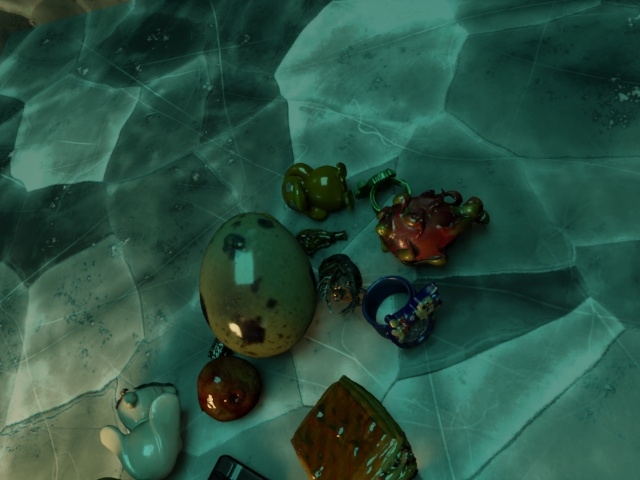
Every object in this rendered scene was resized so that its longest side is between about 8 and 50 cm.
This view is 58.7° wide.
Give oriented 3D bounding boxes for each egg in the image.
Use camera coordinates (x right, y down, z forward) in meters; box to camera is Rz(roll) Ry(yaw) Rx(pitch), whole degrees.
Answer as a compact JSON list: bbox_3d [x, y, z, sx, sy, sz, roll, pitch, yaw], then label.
[{"bbox_3d":[-0.186,0.131,1.673,0.344,0.345,0.428,-7,102,18],"label":"egg"}]

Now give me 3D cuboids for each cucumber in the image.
[{"bbox_3d":[-0.277,0.251,1.840,0.067,0.067,0.294,13,69,26],"label":"cucumber"}]

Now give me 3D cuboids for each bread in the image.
[{"bbox_3d":[0.096,0.541,1.457,0.277,0.167,0.324,-52,40,-1],"label":"bread"}]

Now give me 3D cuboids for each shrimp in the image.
[{"bbox_3d":[0.071,0.146,1.670,0.137,0.172,0.372,-32,22,10],"label":"shrimp"}]

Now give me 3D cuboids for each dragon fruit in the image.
[{"bbox_3d":[0.318,-0.054,1.675,0.307,0.227,0.243,-44,62,-8],"label":"dragon fruit"}]

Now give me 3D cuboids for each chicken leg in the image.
[{"bbox_3d":[0.000,0.000,1.869,0.178,0.070,0.093,-9,67,5],"label":"chicken leg"}]

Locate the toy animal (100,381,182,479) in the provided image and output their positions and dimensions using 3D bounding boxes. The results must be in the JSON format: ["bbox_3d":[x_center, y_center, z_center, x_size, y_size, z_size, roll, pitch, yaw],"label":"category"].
[{"bbox_3d":[-0.511,0.560,1.702,0.289,0.174,0.249,30,78,32],"label":"toy animal"}]

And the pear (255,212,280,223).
[{"bbox_3d":[-0.193,-0.001,1.892,0.177,0.178,0.178,-9,61,17],"label":"pear"}]

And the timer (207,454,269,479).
[{"bbox_3d":[-0.238,0.704,1.593,0.187,0.055,0.144,19,71,28],"label":"timer"}]

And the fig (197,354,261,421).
[{"bbox_3d":[-0.280,0.433,1.686,0.205,0.205,0.205,-9,61,17],"label":"fig"}]

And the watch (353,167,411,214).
[{"bbox_3d":[0.207,-0.136,1.837,0.165,0.131,0.152,-29,76,0],"label":"watch"}]

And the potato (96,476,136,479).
[{"bbox_3d":[-0.518,0.785,1.547,0.326,0.221,0.243,21,116,15],"label":"potato"}]

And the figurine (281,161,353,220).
[{"bbox_3d":[-0.013,-0.168,1.906,0.228,0.215,0.215,-15,58,-4],"label":"figurine"}]

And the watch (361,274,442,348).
[{"bbox_3d":[0.225,0.191,1.632,0.196,0.171,0.200,-38,45,-10],"label":"watch"}]
